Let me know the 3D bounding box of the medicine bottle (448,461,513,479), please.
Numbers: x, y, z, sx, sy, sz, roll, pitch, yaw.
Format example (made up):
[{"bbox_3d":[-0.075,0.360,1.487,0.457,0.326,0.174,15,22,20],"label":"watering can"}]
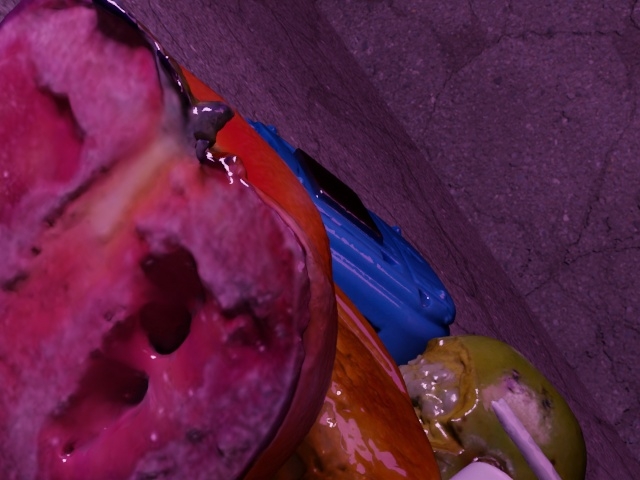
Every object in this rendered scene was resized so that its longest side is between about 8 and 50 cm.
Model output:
[{"bbox_3d":[0.030,0.248,0.904,0.095,0.260,0.095,45,-20,22],"label":"medicine bottle"}]

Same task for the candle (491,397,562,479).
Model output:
[{"bbox_3d":[0.031,0.271,0.711,0.221,0.342,0.221,45,11,-11],"label":"candle"}]

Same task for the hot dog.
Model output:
[{"bbox_3d":[-0.071,0.102,1.098,0.405,0.185,0.223,52,14,9],"label":"hot dog"}]

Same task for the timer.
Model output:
[{"bbox_3d":[0.000,0.000,1.596,0.309,0.115,0.340,37,9,-19],"label":"timer"}]

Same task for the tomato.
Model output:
[{"bbox_3d":[-0.134,0.027,0.913,0.335,0.289,0.176,51,12,15],"label":"tomato"}]

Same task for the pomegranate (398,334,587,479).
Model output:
[{"bbox_3d":[0.113,0.201,1.381,0.236,0.236,0.302,45,-11,-18],"label":"pomegranate"}]
